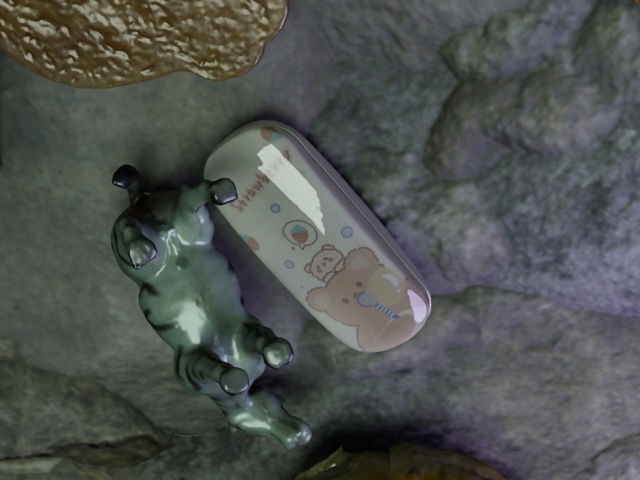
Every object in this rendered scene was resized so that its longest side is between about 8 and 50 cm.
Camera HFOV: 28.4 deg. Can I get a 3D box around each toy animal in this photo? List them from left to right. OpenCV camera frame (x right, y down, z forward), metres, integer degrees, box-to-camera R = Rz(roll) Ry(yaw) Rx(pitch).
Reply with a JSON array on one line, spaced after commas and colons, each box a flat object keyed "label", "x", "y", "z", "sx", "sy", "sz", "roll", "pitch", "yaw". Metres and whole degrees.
[{"label": "toy animal", "x": -0.073, "y": 0.064, "z": 0.883, "sx": 0.090, "sy": 0.170, "sz": 0.255, "roll": -27, "pitch": 114, "yaw": -18}]

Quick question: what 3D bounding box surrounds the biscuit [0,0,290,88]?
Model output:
[{"label": "biscuit", "x": -0.125, "y": -0.183, "z": 0.803, "sx": 0.208, "sy": 0.049, "sz": 0.181, "roll": -6, "pitch": 121, "yaw": 8}]

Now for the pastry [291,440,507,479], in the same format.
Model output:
[{"label": "pastry", "x": 0.071, "y": 0.266, "z": 1.023, "sx": 0.236, "sy": 0.121, "sz": 0.257, "roll": -27, "pitch": 113, "yaw": 15}]

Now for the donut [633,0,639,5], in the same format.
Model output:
[{"label": "donut", "x": 0.261, "y": -0.207, "z": 0.710, "sx": 0.261, "sy": 0.128, "sz": 0.208, "roll": 10, "pitch": 122, "yaw": 1}]

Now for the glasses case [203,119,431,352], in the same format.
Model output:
[{"label": "glasses case", "x": 0.000, "y": 0.000, "z": 0.902, "sx": 0.081, "sy": 0.051, "sz": 0.204, "roll": -32, "pitch": 113, "yaw": 26}]
